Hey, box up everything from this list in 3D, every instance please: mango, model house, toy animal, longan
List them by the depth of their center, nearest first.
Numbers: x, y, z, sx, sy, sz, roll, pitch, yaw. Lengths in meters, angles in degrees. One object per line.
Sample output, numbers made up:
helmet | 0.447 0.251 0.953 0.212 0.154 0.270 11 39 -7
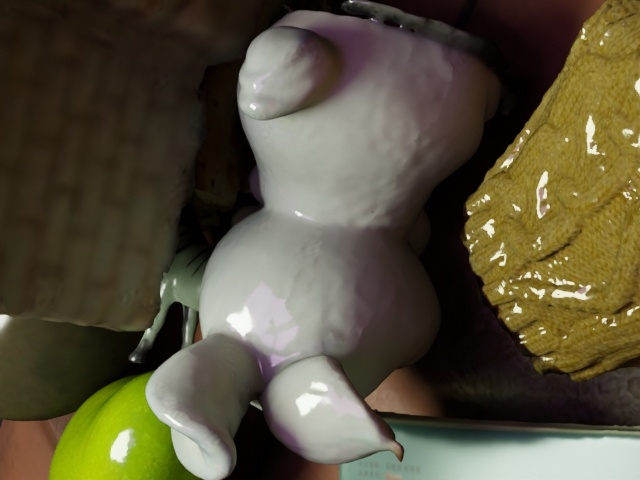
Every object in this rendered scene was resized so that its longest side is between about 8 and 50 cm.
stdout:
model house | -0.305 -0.182 0.628 0.395 0.400 0.445 12 90 40
toy animal | 0.004 0.001 0.628 0.183 0.247 0.310 18 90 7
mango | -0.163 0.196 0.836 0.175 0.143 0.293 -67 9 -26
toy animal | -0.105 0.032 0.851 0.217 0.073 0.176 7 86 30
longan | -0.277 0.066 0.951 0.215 0.246 0.246 50 130 5

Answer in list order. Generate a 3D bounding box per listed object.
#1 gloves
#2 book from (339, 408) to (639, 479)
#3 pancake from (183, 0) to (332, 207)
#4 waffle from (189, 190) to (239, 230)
gloves | 0.212 -0.045 0.431 0.356 0.155 0.203 -36 65 39
book | 0.110 0.297 0.558 0.264 0.031 0.379 -6 82 44
pancake | -0.031 -0.125 0.791 0.244 0.057 0.266 45 114 33
waffle | -0.135 -0.090 0.939 0.191 0.038 0.191 -2 88 49
